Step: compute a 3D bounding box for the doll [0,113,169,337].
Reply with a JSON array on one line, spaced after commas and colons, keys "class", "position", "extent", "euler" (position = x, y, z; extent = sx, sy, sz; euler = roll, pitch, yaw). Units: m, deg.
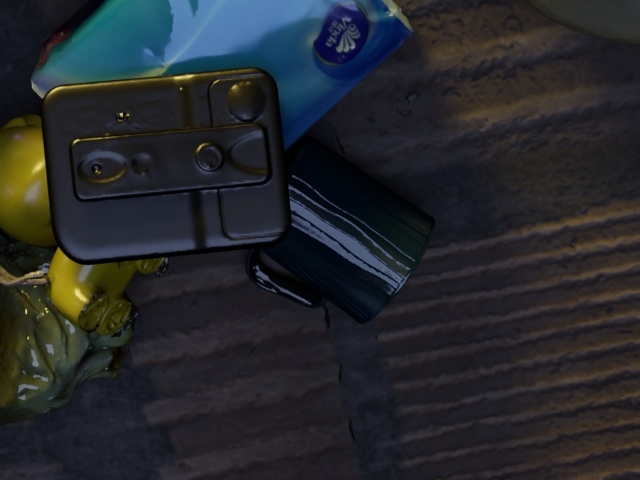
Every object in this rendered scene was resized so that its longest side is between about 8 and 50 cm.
[{"class": "doll", "position": [-0.230, -0.026, 1.465], "extent": [0.221, 0.143, 0.135], "euler": [37, 96, 20]}]

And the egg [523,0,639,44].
[{"class": "egg", "position": [0.245, -0.265, 1.353], "extent": [0.337, 0.201, 0.337], "euler": [18, 139, 17]}]

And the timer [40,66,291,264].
[{"class": "timer", "position": [-0.121, -0.058, 1.362], "extent": [0.187, 0.055, 0.144], "euler": [-6, 88, -5]}]

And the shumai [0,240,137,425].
[{"class": "shumai", "position": [-0.249, 0.087, 1.560], "extent": [0.142, 0.184, 0.184], "euler": [7, 109, -36]}]

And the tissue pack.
[{"class": "tissue pack", "position": [-0.083, -0.166, 1.458], "extent": [0.263, 0.146, 0.198], "euler": [-42, 106, 10]}]

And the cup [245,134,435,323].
[{"class": "cup", "position": [0.001, 0.001, 1.532], "extent": [0.138, 0.113, 0.150], "euler": [35, 101, -10]}]
